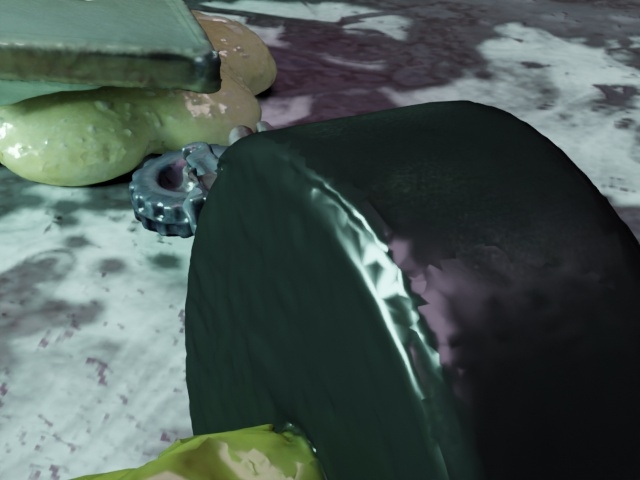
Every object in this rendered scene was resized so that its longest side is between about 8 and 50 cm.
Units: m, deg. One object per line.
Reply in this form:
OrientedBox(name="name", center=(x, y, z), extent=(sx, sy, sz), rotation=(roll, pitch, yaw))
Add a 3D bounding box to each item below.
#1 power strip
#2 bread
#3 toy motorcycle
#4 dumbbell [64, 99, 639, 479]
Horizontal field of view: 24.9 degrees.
OrientedBox(name="power strip", center=(-0.172, -0.109, 0.729), extent=(0.213, 0.064, 0.198), rotation=(2, 31, -21))
OrientedBox(name="bread", center=(-0.154, -0.091, 0.798), extent=(0.251, 0.039, 0.182), rotation=(9, 31, 8))
OrientedBox(name="toy motorcycle", center=(0.000, 0.000, 0.624), extent=(0.118, 0.084, 0.212), rotation=(-20, 32, -19))
OrientedBox(name="dumbbell", center=(-0.085, 0.087, 0.354), extent=(0.322, 0.203, 0.204), rotation=(-11, 34, -21))
